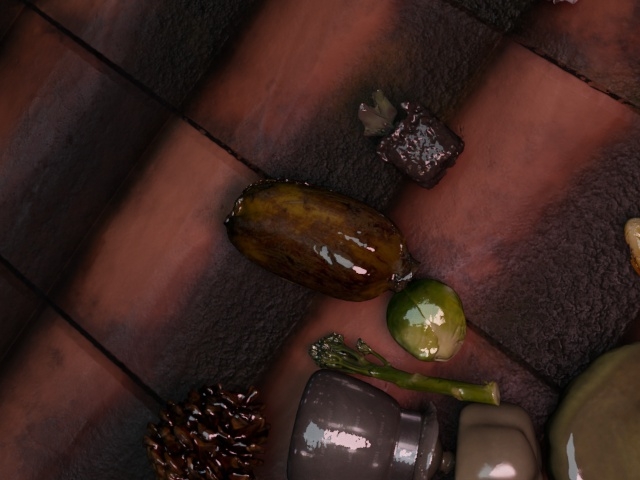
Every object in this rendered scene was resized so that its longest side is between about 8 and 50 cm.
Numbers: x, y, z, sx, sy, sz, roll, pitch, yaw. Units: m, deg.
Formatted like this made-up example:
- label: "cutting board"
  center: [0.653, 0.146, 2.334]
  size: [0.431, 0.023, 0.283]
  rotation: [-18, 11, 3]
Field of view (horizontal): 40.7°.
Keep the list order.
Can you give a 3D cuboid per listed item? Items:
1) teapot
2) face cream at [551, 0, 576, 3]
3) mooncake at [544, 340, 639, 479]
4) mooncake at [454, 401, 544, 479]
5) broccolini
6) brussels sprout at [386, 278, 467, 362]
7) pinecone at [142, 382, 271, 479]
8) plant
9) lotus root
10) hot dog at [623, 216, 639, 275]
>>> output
- label: "teapot"
  center: [0.091, 0.390, 1.496]
  size: [0.285, 0.223, 0.305]
  rotation: [10, 51, 8]
- label: "face cream"
  center: [0.396, -0.524, 1.646]
  size: [0.229, 0.075, 0.075]
  rotation: [39, 94, 20]
- label: "mooncake"
  center: [0.537, 0.347, 1.389]
  size: [0.352, 0.187, 0.351]
  rotation: [-2, 71, 7]
- label: "mooncake"
  center: [0.305, 0.405, 1.425]
  size: [0.135, 0.275, 0.274]
  rotation: [-9, 78, 19]
- label: "broccolini"
  center: [0.146, 0.224, 1.540]
  size: [0.392, 0.079, 0.073]
  rotation: [5, 92, 36]
- label: "brussels sprout"
  center: [0.196, 0.144, 1.576]
  size: [0.155, 0.117, 0.155]
  rotation: [-1, 98, -4]
- label: "pinecone"
  center: [-0.212, 0.383, 1.597]
  size: [0.243, 0.243, 0.257]
  rotation: [40, 99, 19]
- label: "plant"
  center: [0.166, -0.198, 1.637]
  size: [0.203, 0.142, 0.131]
  rotation: [35, 102, 10]
- label: "lotus root"
  center: [0.000, 0.000, 1.626]
  size: [0.398, 0.179, 0.195]
  rotation: [22, 90, 20]
- label: "hot dog"
  center: [0.604, 0.063, 1.480]
  size: [0.073, 0.084, 0.242]
  rotation: [-44, 73, 5]
